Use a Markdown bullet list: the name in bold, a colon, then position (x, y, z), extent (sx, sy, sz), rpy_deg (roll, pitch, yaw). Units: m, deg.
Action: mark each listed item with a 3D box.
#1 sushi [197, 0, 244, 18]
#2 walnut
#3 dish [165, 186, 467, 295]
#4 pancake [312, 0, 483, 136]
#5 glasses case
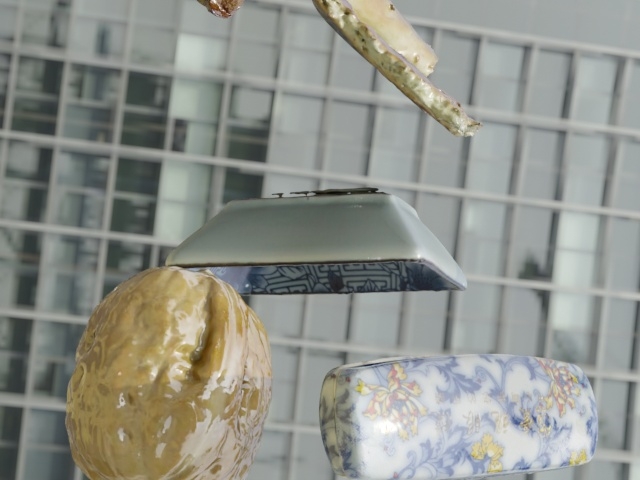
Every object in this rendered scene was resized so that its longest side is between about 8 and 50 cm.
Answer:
- **sushi**: position (-0.093, -0.270, 1.574), extent (0.052, 0.055, 0.120), rpy_deg (16, -89, 50)
- **walnut**: position (-0.108, 0.105, 1.243), extent (0.155, 0.155, 0.184), rpy_deg (127, -25, -65)
- **dish**: position (0.000, 0.000, 1.529), extent (0.182, 0.243, 0.080), rpy_deg (30, 61, -69)
- **pancake**: position (0.065, -0.147, 1.267), extent (0.057, 0.266, 0.244), rpy_deg (-46, -132, 5)
- **glasses case**: position (0.100, 0.120, 1.142), extent (0.065, 0.248, 0.087), rpy_deg (-18, -105, 46)
